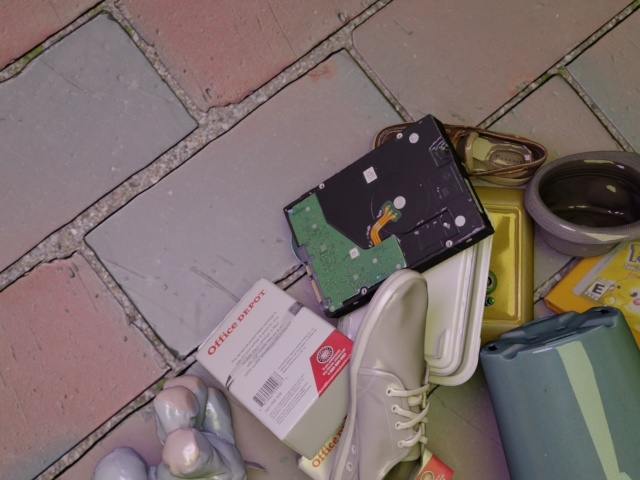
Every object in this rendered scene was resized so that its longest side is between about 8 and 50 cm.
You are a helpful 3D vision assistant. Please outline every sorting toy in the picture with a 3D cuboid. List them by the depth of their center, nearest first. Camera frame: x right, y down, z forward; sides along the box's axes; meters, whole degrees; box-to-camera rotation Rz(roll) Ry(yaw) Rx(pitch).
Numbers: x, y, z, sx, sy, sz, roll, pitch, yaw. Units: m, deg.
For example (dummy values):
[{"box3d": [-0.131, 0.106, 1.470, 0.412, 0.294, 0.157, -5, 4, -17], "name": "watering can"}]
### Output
[{"box3d": [0.299, 0.098, 1.403, 0.061, 0.042, 0.102, 40, 80, 1], "name": "sorting toy"}]

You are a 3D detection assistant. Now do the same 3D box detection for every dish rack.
[{"box3d": [0.156, 0.082, 1.374, 0.285, 0.072, 0.333, 5, 84, 33], "name": "dish rack"}]

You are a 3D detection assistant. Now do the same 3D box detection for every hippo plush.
[{"box3d": [-0.266, 0.395, 1.338, 0.236, 0.234, 0.294, -30, 128, 9], "name": "hippo plush"}]

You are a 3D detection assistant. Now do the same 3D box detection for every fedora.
[{"box3d": [0.531, -0.055, 1.460, 0.275, 0.124, 0.244, -13, 47, -6], "name": "fedora"}]

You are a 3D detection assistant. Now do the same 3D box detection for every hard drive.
[{"box3d": [0.111, -0.036, 1.344, 0.339, 0.064, 0.237, -32, 66, 22], "name": "hard drive"}]

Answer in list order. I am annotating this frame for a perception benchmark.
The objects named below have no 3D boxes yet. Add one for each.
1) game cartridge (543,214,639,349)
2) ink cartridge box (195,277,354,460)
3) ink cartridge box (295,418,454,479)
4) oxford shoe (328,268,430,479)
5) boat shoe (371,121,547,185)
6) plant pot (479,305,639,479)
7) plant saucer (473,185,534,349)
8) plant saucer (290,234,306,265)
[{"box3d": [0.638, 0.074, 1.427, 0.323, 0.053, 0.285, -45, 46, -9], "name": "game cartridge"}, {"box3d": [-0.062, 0.217, 1.326, 0.197, 0.114, 0.273, -49, 48, -9], "name": "ink cartridge box"}, {"box3d": [0.095, 0.414, 1.391, 0.237, 0.100, 0.172, 40, 81, 0], "name": "ink cartridge box"}, {"box3d": [0.122, 0.268, 1.226, 0.169, 0.130, 0.450, -1, 106, -44], "name": "oxford shoe"}, {"box3d": [0.274, -0.178, 1.478, 0.341, 0.123, 0.123, 9, 81, -4], "name": "boat shoe"}, {"box3d": [0.446, 0.309, 1.302, 0.341, 0.341, 0.334, -20, 90, -8], "name": "plant pot"}, {"box3d": [0.269, 0.045, 1.470, 0.332, 0.081, 0.333, 3, 82, -4], "name": "plant saucer"}, {"box3d": [0.000, 0.000, 1.479, 0.119, 0.021, 0.119, 1, 83, -5], "name": "plant saucer"}]
